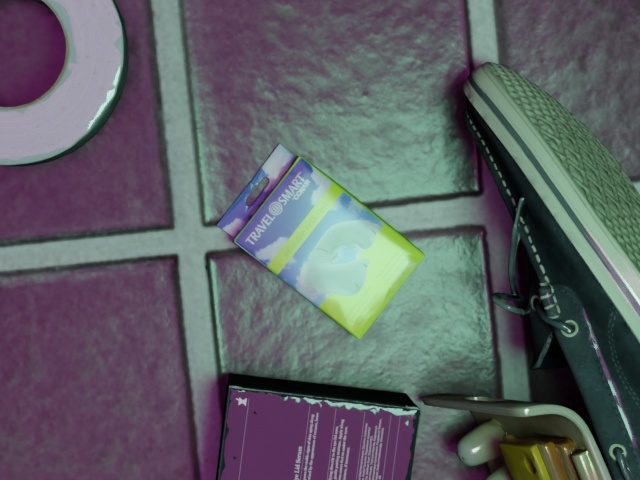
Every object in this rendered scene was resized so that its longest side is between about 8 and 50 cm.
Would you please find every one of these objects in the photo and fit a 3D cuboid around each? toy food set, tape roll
[{"bbox_3d":[0.200,0.285,1.395,0.092,0.220,0.306,-24,94,-19],"label":"toy food set"},{"bbox_3d":[-0.293,-0.180,1.423,0.219,0.072,0.219,0,92,-4],"label":"tape roll"}]

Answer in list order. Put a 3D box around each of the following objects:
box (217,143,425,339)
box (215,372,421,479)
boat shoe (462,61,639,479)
[{"bbox_3d":[0.000,0.000,1.466,0.178,0.042,0.109,38,89,-5],"label":"box"},{"bbox_3d":[-0.015,0.271,1.446,0.184,0.103,0.261,7,92,-6],"label":"box"},{"bbox_3d":[0.249,0.056,1.386,0.156,0.187,0.500,-36,73,27],"label":"boat shoe"}]
